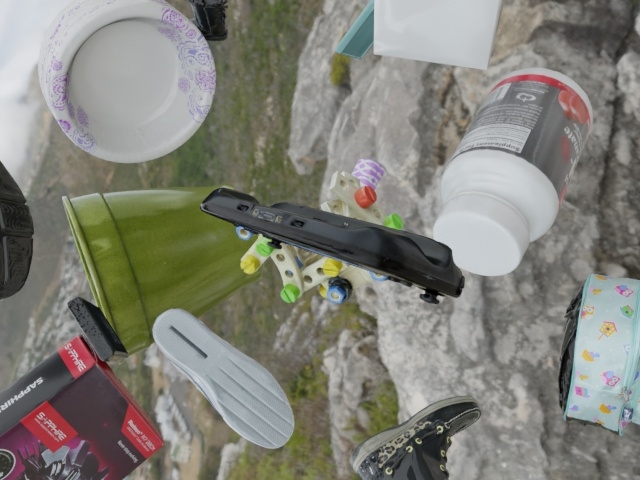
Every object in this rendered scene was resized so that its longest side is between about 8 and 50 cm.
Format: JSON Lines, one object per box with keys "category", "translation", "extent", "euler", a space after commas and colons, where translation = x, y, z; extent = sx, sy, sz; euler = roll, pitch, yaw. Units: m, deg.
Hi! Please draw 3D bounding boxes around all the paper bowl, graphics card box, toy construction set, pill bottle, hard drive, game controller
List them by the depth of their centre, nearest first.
{"category": "game controller", "translation": [0.000, 0.000, 0.681], "extent": [0.319, 0.166, 0.067], "euler": [16, 95, 48]}
{"category": "hard drive", "translation": [-0.318, 0.131, 0.889], "extent": [0.022, 0.094, 0.135], "euler": [-32, -6, -15]}
{"category": "graphics card box", "translation": [-0.443, 0.341, 0.911], "extent": [0.371, 0.233, 0.094], "euler": [-37, 42, -20]}
{"category": "pill bottle", "translation": [0.290, -0.105, 0.947], "extent": [0.176, 0.176, 0.319], "euler": [-30, 23, 56]}
{"category": "toy construction set", "translation": [0.009, -0.004, 1.004], "extent": [0.327, 0.215, 0.151], "euler": [-27, 17, 51]}
{"category": "paper bowl", "translation": [-0.339, -0.290, 1.074], "extent": [0.148, 0.284, 0.284], "euler": [45, 116, 39]}

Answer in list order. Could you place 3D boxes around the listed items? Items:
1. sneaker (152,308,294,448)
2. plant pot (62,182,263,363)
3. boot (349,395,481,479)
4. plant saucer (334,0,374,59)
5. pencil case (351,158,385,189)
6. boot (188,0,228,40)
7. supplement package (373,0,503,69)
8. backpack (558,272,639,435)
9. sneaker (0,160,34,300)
{"category": "sneaker", "translation": [-0.139, 0.198, 0.912], "extent": [0.094, 0.258, 0.091], "euler": [-43, -2, -13]}
{"category": "plant pot", "translation": [-0.328, 0.031, 1.353], "extent": [0.366, 0.352, 0.367], "euler": [50, 150, 42]}
{"category": "boot", "translation": [0.185, 0.352, 0.942], "extent": [0.179, 0.236, 0.085], "euler": [51, 152, 42]}
{"category": "plant saucer", "translation": [0.104, -0.418, 1.173], "extent": [0.192, 0.067, 0.018], "euler": [-44, 53, 44]}
{"category": "pencil case", "translation": [0.103, -0.115, 1.636], "extent": [0.086, 0.088, 0.206], "euler": [10, 73, 55]}
{"category": "boot", "translation": [-0.235, -0.429, 1.189], "extent": [0.099, 0.121, 0.045], "euler": [94, 174, -68]}
{"category": "supplement package", "translation": [0.198, -0.420, 0.925], "extent": [0.175, 0.177, 0.293], "euler": [86, -159, -50]}
{"category": "backpack", "translation": [0.386, 0.141, 0.804], "extent": [0.144, 0.189, 0.166], "euler": [5, 38, 33]}
{"category": "sneaker", "translation": [-0.646, -0.054, 0.997], "extent": [0.257, 0.169, 0.448], "euler": [-33, 73, 12]}
